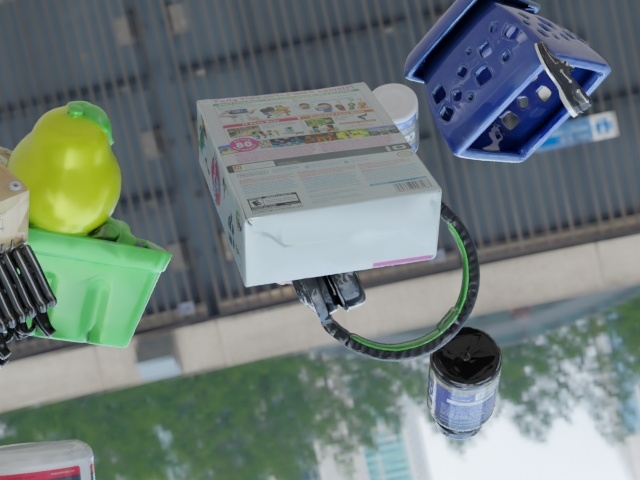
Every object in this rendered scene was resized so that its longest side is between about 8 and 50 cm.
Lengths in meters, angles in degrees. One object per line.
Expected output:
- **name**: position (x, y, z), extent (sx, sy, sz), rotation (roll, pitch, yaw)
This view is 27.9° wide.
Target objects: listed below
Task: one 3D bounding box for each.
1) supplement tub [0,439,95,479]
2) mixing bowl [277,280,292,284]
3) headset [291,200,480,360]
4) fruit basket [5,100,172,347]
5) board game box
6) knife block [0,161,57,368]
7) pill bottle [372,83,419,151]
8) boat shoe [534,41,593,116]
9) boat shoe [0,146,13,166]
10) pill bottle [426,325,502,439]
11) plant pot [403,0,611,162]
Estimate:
- **supplement tub**: position (-0.402, 0.421, 1.792), extent (0.191, 0.272, 0.191), rotation (-5, 175, 0)
- **mixing bowl**: position (0.000, 0.000, 2.149), extent (0.098, 0.181, 0.181), rotation (17, -163, 21)
- **headset**: position (0.043, -0.001, 1.786), extent (0.243, 0.394, 0.185), rotation (-50, 180, 2)
- **fruit basket**: position (-0.416, -0.037, 1.979), extent (0.392, 0.391, 0.283), rotation (-15, -170, -19)
- **board game box**: position (-0.012, -0.077, 1.527), extent (0.224, 0.097, 0.303), rotation (-7, -147, -12)
- **knife block**: position (-0.417, 0.007, 1.508), extent (0.088, 0.242, 0.276), rotation (-27, -124, -38)
- **pill bottle**: position (0.113, -0.170, 1.989), extent (0.078, 0.078, 0.137), rotation (-13, 145, -3)
- **boat shoe**: position (0.361, -0.245, 1.916), extent (0.038, 0.125, 0.046), rotation (-31, 174, 20)
- **boat shoe**: position (-0.604, -0.129, 2.181), extent (0.089, 0.104, 0.285), rotation (-33, -145, -31)
- **pill bottle**: position (0.246, 0.254, 2.235), extent (0.123, 0.122, 0.219), rotation (-13, 144, -8)
- **plant pot**: position (0.295, -0.283, 2.131), extent (0.236, 0.212, 0.236), rotation (0, 138, -53)
